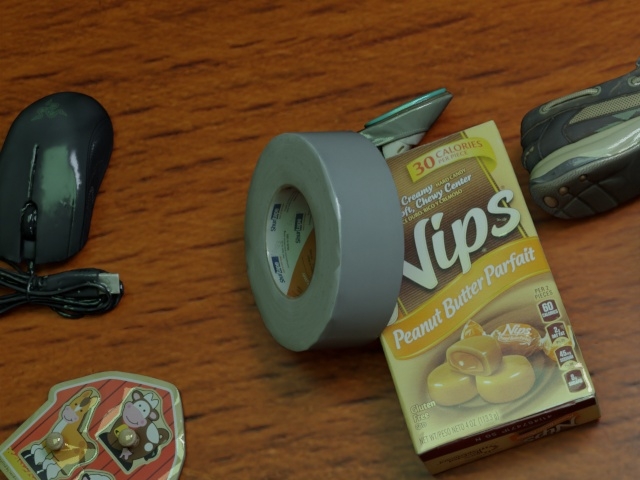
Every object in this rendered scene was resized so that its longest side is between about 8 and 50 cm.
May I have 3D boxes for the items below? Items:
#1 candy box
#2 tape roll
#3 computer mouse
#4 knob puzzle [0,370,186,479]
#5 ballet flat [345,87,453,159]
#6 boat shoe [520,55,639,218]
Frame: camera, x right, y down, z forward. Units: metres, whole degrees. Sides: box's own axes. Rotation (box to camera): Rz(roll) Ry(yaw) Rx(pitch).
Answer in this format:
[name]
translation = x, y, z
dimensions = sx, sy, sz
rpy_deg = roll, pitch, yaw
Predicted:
[candy box]
translation = 0.143, 0.055, 1.706
dimensions = 0.183, 0.087, 0.316
rpy_deg = -19, 65, 5
[tape roll]
translation = 0.000, 0.000, 1.693
dimensions = 0.072, 0.219, 0.219
rpy_deg = -2, 62, -27
[computer mouse]
translation = -0.299, -0.053, 1.866
dimensions = 0.188, 0.072, 0.272
rpy_deg = -1, 68, 14
[knob puzzle]
translation = -0.225, 0.216, 1.760
dimensions = 0.213, 0.030, 0.213
rpy_deg = -5, 67, 11
[ballet flat]
translation = 0.049, -0.097, 1.815
dimensions = 0.213, 0.072, 0.068
rpy_deg = -20, 92, 5
[boat shoe]
translation = 0.365, -0.147, 1.715
dimensions = 0.355, 0.132, 0.130
rpy_deg = -20, 62, 1
